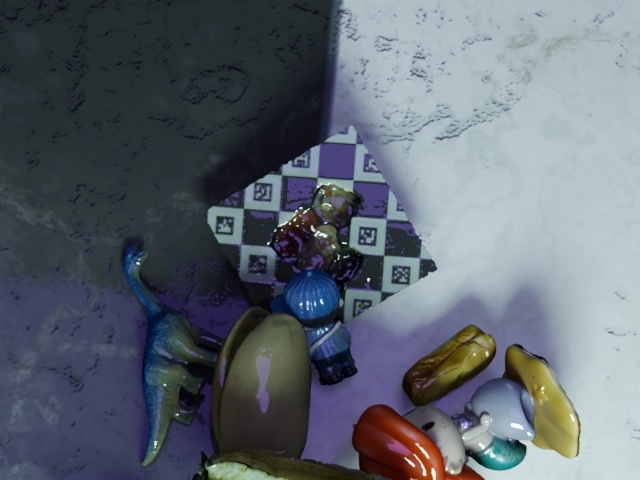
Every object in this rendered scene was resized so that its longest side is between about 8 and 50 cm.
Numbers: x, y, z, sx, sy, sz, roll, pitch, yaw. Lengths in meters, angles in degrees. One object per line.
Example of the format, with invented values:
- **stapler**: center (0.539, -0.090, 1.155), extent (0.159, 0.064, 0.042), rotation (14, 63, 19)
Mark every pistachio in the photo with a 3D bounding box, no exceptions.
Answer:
- **pistachio**: center (-0.070, 0.196, 1.764), extent (0.136, 0.136, 0.226), rotation (2, 90, -4)

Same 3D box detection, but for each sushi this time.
- **sushi**: center (0.000, 0.000, 1.864), extent (0.231, 0.047, 0.219), rotation (-30, 89, 4)

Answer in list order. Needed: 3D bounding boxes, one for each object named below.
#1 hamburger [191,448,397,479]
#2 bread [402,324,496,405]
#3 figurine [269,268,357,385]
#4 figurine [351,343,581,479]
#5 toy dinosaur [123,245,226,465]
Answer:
- **hamburger**: center (0.000, 0.325, 1.626), extent (0.309, 0.211, 0.132), rotation (10, 88, 29)
- **bread**: center (0.166, 0.163, 1.828), extent (0.132, 0.074, 0.053), rotation (-31, 67, -15)
- **figurine**: center (-0.004, 0.111, 1.806), extent (0.086, 0.087, 0.149), rotation (-23, 94, -15)
- **figurine**: center (0.174, 0.261, 1.741), extent (0.257, 0.208, 0.181), rotation (-23, 54, -17)
- **toy dinosaur**: center (-0.223, 0.148, 1.814), extent (0.188, 0.075, 0.247), rotation (25, 78, 12)
